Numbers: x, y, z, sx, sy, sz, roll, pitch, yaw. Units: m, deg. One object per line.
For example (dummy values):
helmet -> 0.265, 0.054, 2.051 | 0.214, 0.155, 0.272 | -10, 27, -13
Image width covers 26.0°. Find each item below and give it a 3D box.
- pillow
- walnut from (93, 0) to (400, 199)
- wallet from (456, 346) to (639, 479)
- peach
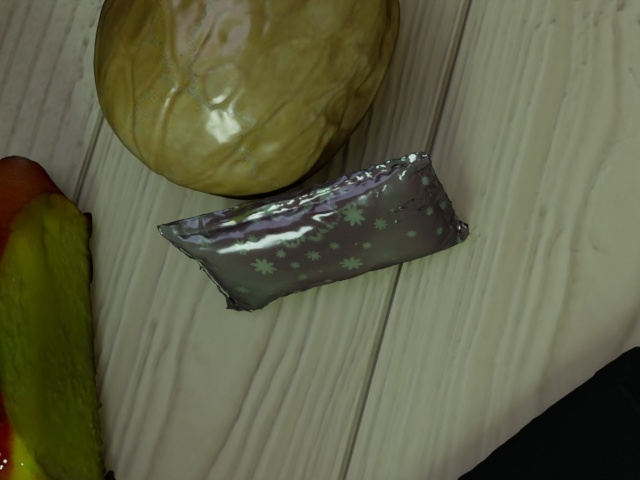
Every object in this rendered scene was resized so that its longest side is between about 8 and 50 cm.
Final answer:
pillow -> 0.000, 0.000, 0.913 | 0.185, 0.118, 0.043 | -16, 54, 13
walnut -> -0.045, -0.135, 0.914 | 0.195, 0.195, 0.222 | 38, 85, 19
wallet -> 0.134, 0.171, 0.849 | 0.244, 0.025, 0.124 | -38, 36, 2
peach -> -0.243, 0.060, 0.936 | 0.158, 0.154, 0.267 | -8, 75, 13
